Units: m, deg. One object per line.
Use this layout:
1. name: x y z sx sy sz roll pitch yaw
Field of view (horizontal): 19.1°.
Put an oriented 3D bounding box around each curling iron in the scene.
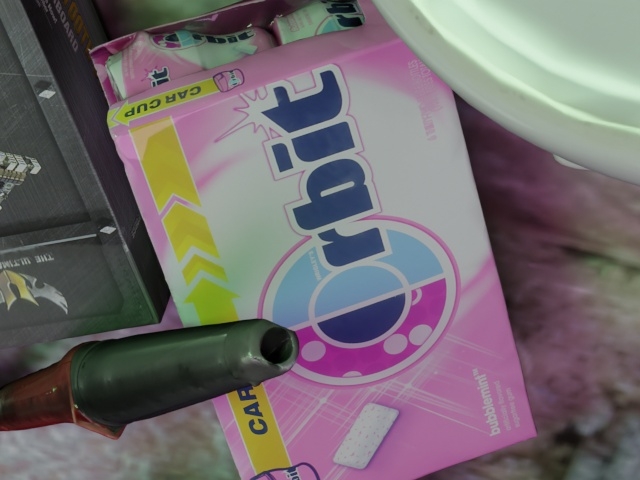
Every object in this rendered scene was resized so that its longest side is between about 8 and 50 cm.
1. curling iron: -0.088 0.054 0.659 0.274 0.068 0.035 -11 88 53

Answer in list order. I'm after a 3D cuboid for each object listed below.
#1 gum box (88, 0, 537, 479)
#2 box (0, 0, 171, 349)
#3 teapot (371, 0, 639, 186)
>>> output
1. gum box: 0.000 0.000 0.654 0.107 0.062 0.188 -19 125 -3
2. box: -0.185 -0.036 0.672 0.231 0.056 0.183 -10 127 15
3. teapot: 0.127 -0.141 0.479 0.256 0.187 0.253 -7 101 33
